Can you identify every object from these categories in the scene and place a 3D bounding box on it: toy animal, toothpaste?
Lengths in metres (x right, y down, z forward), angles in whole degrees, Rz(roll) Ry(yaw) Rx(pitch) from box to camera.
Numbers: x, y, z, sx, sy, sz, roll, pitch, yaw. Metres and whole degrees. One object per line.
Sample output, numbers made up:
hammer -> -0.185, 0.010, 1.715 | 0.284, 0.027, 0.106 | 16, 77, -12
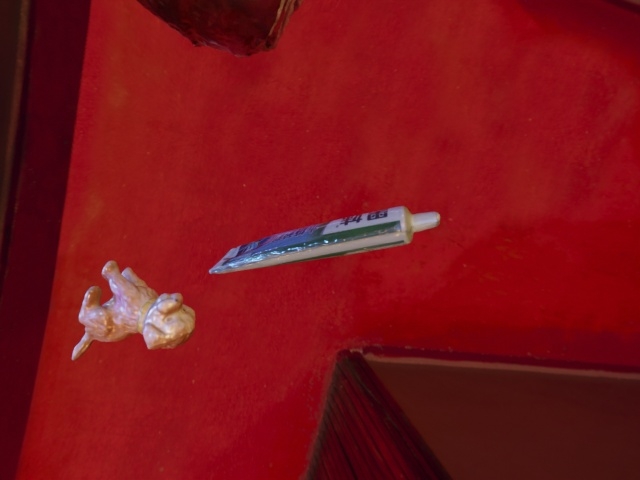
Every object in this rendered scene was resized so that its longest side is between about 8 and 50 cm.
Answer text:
toy animal -> -0.310, 0.154, 0.845 | 0.185, 0.104, 0.183 | 24, 86, 10
toothpaste -> 0.000, 0.000, 0.821 | 0.392, 0.099, 0.061 | -10, 109, 20

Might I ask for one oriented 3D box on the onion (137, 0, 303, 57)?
onion -> -0.134, -0.275, 0.464 | 0.280, 0.314, 0.146 | 15, 85, -11
